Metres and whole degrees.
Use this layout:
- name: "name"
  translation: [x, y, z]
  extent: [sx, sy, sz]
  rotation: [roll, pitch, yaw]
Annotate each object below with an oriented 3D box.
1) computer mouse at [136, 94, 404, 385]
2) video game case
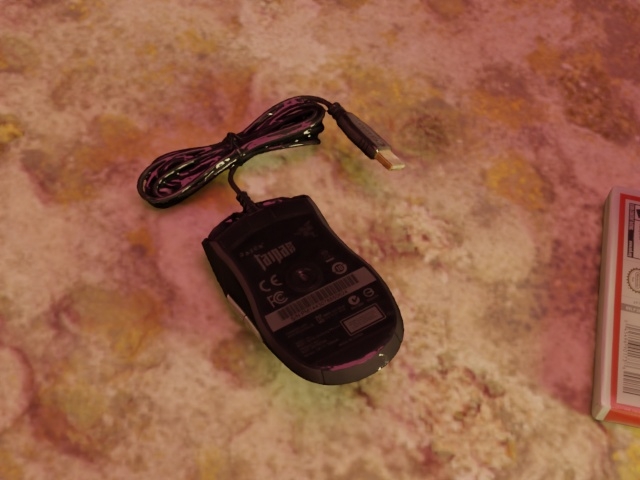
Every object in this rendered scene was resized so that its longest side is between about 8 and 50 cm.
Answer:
- name: "computer mouse"
  translation: [0.000, 0.000, 0.984]
  extent: [0.184, 0.060, 0.262]
  rotation: [-30, 54, -20]
- name: "video game case"
  translation: [0.353, 0.072, 1.006]
  extent: [0.285, 0.025, 0.204]
  rotation: [12, 56, 0]
